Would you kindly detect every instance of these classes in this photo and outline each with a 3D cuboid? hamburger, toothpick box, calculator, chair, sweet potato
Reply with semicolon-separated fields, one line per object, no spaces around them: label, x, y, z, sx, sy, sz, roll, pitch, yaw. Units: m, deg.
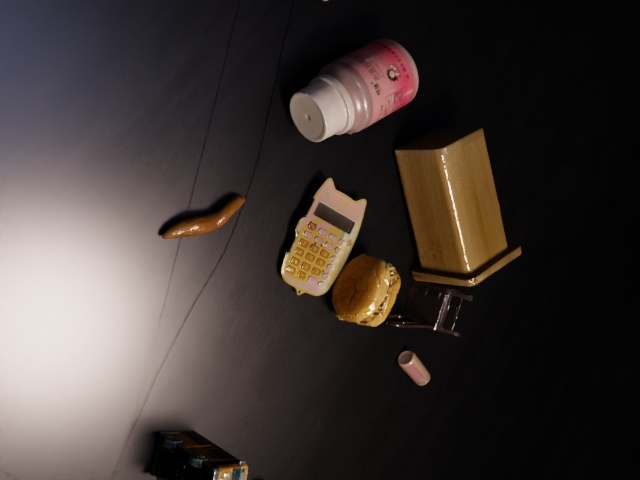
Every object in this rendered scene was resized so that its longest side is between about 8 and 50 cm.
hamburger;0.089;0.103;1.558;0.083;0.138;0.147;32;81;-34
toothpick box;0.289;-0.079;1.668;0.187;0.190;0.308;-28;111;-32
calculator;0.000;0.000;1.533;0.157;0.033;0.236;29;82;-41
chair;0.220;0.143;1.697;0.229;0.106;0.113;17;89;-42
sweet potato;-0.200;-0.035;1.354;0.179;0.044;0.044;-26;115;-32

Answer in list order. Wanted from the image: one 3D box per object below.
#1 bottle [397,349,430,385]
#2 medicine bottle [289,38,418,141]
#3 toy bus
bottle;0.219;0.297;1.769;0.045;0.045;0.096;-54;129;-18
medicine bottle;0.064;-0.282;1.453;0.247;0.147;0.147;-33;119;-31
toy bus;-0.211;0.407;1.343;0.103;0.182;0.091;11;92;-43
